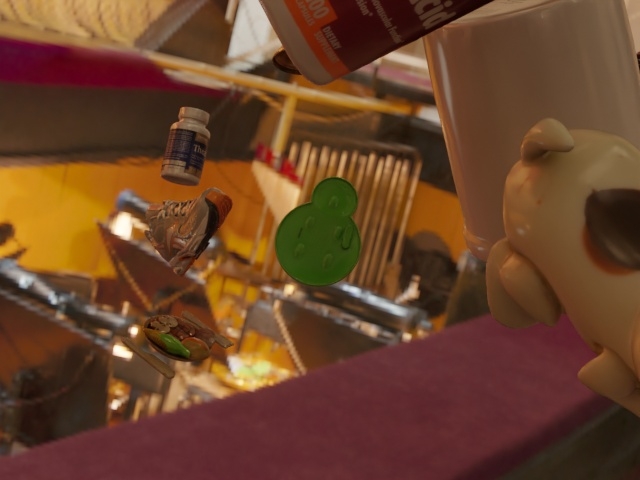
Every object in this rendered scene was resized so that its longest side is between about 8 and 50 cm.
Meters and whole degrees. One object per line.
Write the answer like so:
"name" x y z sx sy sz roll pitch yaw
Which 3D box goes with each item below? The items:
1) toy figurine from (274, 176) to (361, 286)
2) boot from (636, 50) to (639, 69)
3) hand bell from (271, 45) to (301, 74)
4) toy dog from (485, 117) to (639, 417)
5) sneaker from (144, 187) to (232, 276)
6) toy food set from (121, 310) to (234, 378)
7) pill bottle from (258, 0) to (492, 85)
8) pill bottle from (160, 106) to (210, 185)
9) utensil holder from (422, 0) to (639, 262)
"toy figurine" 0.000 0.000 1.731 0.130 0.173 0.159 19 -12 1
"boot" 0.624 -0.168 2.008 0.284 0.138 0.377 -28 70 -28
"hand bell" -0.019 -0.413 1.867 0.126 0.242 0.126 0 -13 0
"toy dog" 0.408 0.050 1.294 0.284 0.395 0.408 -27 42 -10
"sneaker" -0.240 -0.030 1.891 0.121 0.099 0.262 38 -33 -2
"toy food set" -0.237 0.161 1.895 0.132 0.038 0.192 33 26 18
"pill bottle" 0.118 -0.361 1.297 0.392 0.224 0.224 -26 5 11
"pill bottle" -0.218 -0.154 1.826 0.067 0.120 0.067 11 -10 2
"utensil holder" 0.345 -0.199 1.730 0.327 0.385 0.327 -14 20 5
